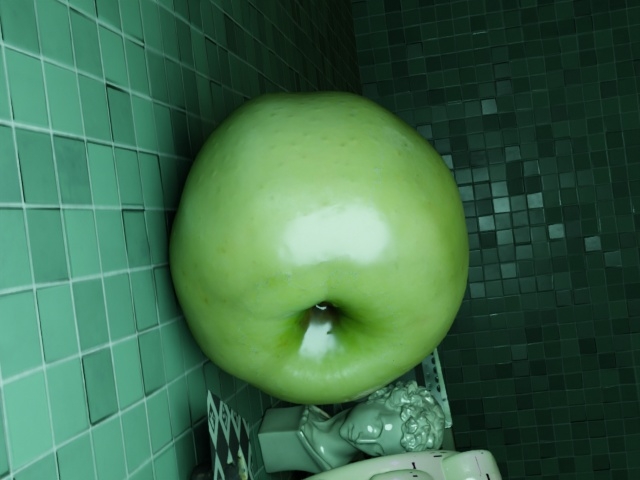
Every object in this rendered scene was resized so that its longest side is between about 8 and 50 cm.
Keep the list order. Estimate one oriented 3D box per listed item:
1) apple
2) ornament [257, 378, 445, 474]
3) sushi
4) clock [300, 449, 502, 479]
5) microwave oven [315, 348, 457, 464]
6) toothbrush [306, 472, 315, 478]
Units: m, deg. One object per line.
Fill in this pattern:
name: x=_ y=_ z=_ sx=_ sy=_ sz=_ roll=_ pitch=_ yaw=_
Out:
apple: x=0.000 y=0.000 z=0.980 sx=0.357 sy=0.358 sz=0.357 roll=-7 pitch=90 yaw=-80
ornament: x=0.045 y=0.278 z=1.235 sx=0.120 sy=0.285 sz=0.130 roll=65 pitch=30 yaw=-19
sushi: x=-0.114 y=0.296 z=0.951 sx=0.231 sy=0.047 sz=0.219 roll=72 pitch=9 yaw=-68
clock: x=0.077 y=0.369 z=1.131 sx=0.284 sy=0.310 sz=0.114 roll=88 pitch=-11 yaw=-58
microwave oven: x=0.104 y=0.278 z=1.561 sx=0.394 sy=0.247 sz=0.333 roll=-95 pitch=170 yaw=-48
toothbrush: x=-0.025 y=0.506 z=1.367 sx=0.375 sy=0.028 sz=0.037 roll=-83 pitch=169 yaw=-53
